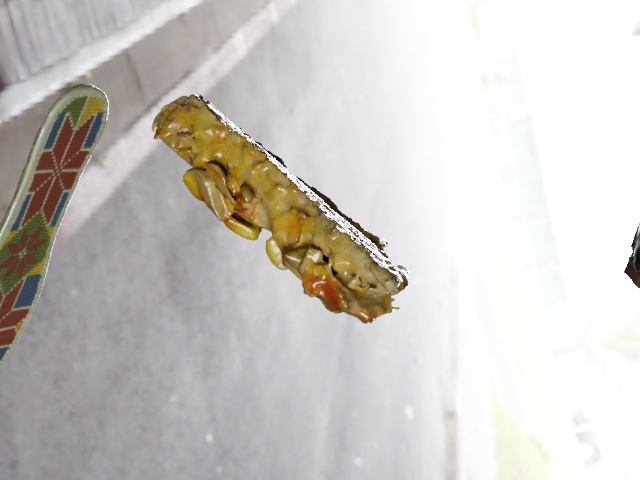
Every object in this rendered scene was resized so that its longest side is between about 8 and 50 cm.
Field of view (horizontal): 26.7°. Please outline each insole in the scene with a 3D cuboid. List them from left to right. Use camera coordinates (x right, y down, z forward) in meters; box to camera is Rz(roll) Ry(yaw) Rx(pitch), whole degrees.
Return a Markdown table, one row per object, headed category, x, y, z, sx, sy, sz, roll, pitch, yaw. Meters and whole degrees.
| category | x | y | z | sx | sy | sz | roll | pitch | yaw |
| --- | --- | --- | --- | --- | --- | --- | --- | --- | --- |
| insole | -0.156 | 0.005 | 0.707 | 0.193 | 0.006 | 0.065 | -63 | 159 | 17 |

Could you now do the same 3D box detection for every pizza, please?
| category | x | y | z | sx | sy | sz | roll | pitch | yaw |
| --- | --- | --- | --- | --- | --- | --- | --- | --- | --- |
| pizza | 0.000 | 0.000 | 1.161 | 0.288 | 0.074 | 0.251 | 45 | 9 | 34 |

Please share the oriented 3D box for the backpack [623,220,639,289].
| category | x | y | z | sx | sy | sz | roll | pitch | yaw |
| --- | --- | --- | --- | --- | --- | --- | --- | --- | --- |
| backpack | 0.298 | 0.023 | 0.993 | 0.165 | 0.106 | 0.120 | 51 | 47 | -22 |
